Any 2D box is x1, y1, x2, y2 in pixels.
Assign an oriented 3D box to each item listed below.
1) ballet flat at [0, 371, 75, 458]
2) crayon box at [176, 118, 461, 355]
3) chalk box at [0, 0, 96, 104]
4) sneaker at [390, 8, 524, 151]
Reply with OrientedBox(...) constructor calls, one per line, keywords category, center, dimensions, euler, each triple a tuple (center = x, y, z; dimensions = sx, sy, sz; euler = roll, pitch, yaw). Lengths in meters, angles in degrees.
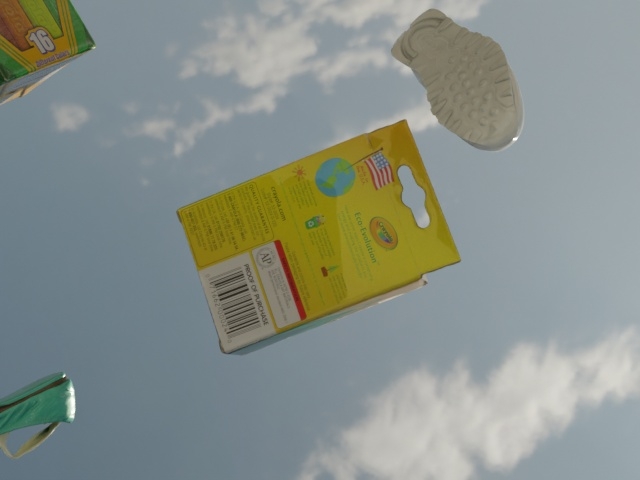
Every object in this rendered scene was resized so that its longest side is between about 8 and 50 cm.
OrientedBox(category="ballet flat", center=(-0.422, 0.247, 1.311), dimensions=(0.247, 0.087, 0.083), euler=(-19, -177, -37))
OrientedBox(category="crayon box", center=(0.000, 0.000, 1.302), dimensions=(0.319, 0.202, 0.081), euler=(-21, 168, 8))
OrientedBox(category="chalk box", center=(-0.336, -0.229, 0.935), dimensions=(0.132, 0.213, 0.132), euler=(-22, -167, 36))
OrientedBox(category="sneaker", center=(0.153, -0.151, 1.017), dimensions=(0.090, 0.095, 0.235), euler=(-39, -145, 14))
